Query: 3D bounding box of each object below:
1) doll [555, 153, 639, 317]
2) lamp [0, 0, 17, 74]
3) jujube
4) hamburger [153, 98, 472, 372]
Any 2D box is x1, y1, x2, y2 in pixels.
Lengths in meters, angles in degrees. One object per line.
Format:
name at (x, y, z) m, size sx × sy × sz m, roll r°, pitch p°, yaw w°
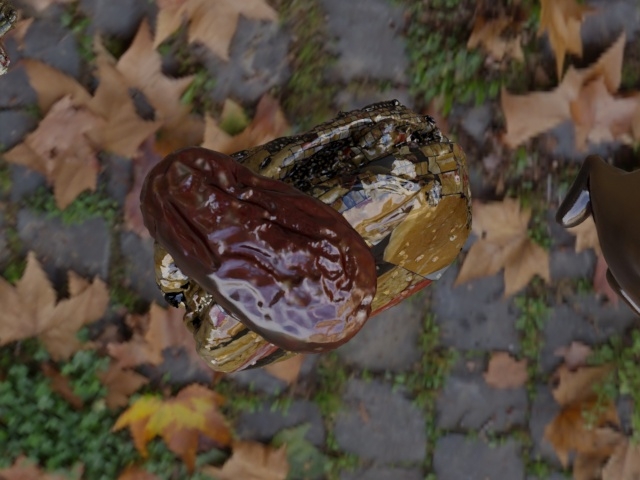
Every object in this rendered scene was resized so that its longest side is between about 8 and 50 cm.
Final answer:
doll at (0.408, 0.046, 1.327) m, size 0.340 × 0.209 × 0.318 m, roll 53°, pitch 154°, yaw -20°
lamp at (-0.214, -0.131, 0.792) m, size 0.083 × 0.031 × 0.063 m, roll 34°, pitch 148°, yaw 0°
jujube at (-0.030, 0.003, 0.676) m, size 0.129 × 0.077 × 0.077 m, roll 37°, pitch 115°, yaw -10°
hamburger at (0.000, 0.000, 0.918) m, size 0.231 × 0.231 × 0.107 m, roll -40°, pitch 63°, yaw 23°
